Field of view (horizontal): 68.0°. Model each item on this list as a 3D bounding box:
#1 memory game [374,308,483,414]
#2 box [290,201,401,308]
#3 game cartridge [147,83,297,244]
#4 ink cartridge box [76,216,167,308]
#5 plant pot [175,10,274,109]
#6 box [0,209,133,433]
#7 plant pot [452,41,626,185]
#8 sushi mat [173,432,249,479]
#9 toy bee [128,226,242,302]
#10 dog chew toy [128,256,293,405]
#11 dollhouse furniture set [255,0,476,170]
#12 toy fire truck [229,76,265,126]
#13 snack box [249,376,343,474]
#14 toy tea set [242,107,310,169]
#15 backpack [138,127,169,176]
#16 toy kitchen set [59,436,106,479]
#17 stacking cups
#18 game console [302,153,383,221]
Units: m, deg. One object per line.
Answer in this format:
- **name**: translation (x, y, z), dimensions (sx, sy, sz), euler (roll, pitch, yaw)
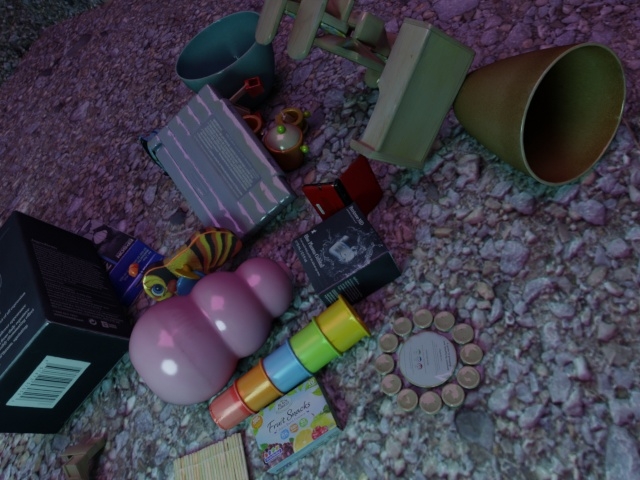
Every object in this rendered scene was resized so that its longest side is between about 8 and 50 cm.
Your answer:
- **memory game**: translation (0.180, 0.200, 0.803), dimensions (0.186, 0.012, 0.186), euler (-14, 51, 19)
- **box**: translation (0.047, 0.034, 0.939), dimensions (0.158, 0.093, 0.156), euler (-32, 48, 3)
- **game cartridge**: translation (-0.236, -0.173, 1.134), dimensions (0.230, 0.068, 0.355), euler (-38, 77, 10)
- **ink cartridge box**: translation (-0.573, 0.051, 1.277), dimensions (0.333, 0.065, 0.165), euler (17, 66, 35)
- **plant pot**: translation (-0.250, -0.503, 1.411), dimensions (0.290, 0.195, 0.290), euler (-14, 52, 19)
- **box**: translation (-0.646, 0.179, 1.075), dimensions (0.293, 0.212, 0.395), euler (-48, 53, 6)
- **plant pot**: translation (0.381, -0.254, 0.903), dimensions (0.237, 0.237, 0.254), euler (-40, 33, -3)
- **sushi mat**: translation (-0.168, 0.493, 0.774), dimensions (0.151, 0.019, 0.316), euler (-27, 49, 7)
- **toy bee**: translation (-0.313, 0.074, 1.014), dimensions (0.195, 0.162, 0.298), euler (-8, 48, 56)
- **dog chew toy**: translation (-0.191, 0.155, 0.915), dimensions (0.332, 0.206, 0.207), euler (-38, 47, -16)
- **dollhouse furniture set**: translation (0.093, -0.357, 1.044), dimensions (0.394, 0.362, 0.256), euler (41, 116, 41)
- **toy fire truck**: translation (-0.225, -0.359, 1.335), dimensions (0.192, 0.135, 0.047), euler (-25, 49, 10)
- **snack box**: translation (-0.044, 0.318, 0.821), dimensions (0.141, 0.037, 0.100), euler (-34, 47, 2)
- **toy tea set**: translation (-0.186, -0.265, 1.205), dimensions (0.336, 0.124, 0.200), euler (-11, 59, 2)
- **backpack**: translation (-0.415, -0.250, 1.333), dimensions (0.117, 0.173, 0.158), euler (-48, 49, -10)
- **toy kitchen set**: translation (-0.480, 0.455, 0.959), dimensions (0.068, 0.075, 0.083), euler (-12, 13, 17)
- **stacking cups**: translation (-0.059, 0.229, 0.856), dimensions (0.316, 0.096, 0.096), euler (-38, 48, 0)
- **game console**: translation (0.049, -0.102, 1.000), dimensions (0.124, 0.144, 0.085), euler (-2, 56, 27)
